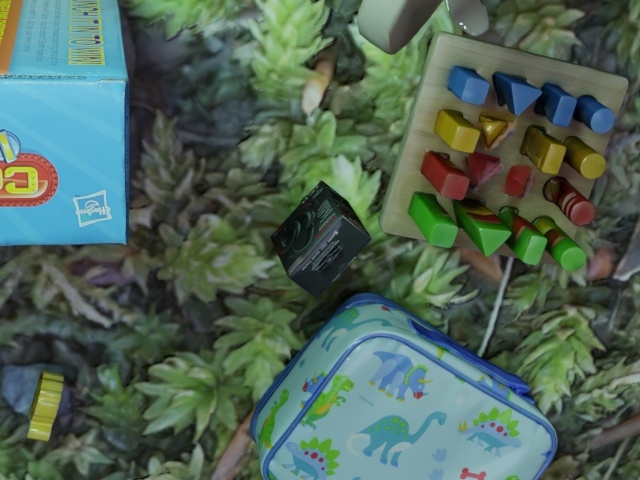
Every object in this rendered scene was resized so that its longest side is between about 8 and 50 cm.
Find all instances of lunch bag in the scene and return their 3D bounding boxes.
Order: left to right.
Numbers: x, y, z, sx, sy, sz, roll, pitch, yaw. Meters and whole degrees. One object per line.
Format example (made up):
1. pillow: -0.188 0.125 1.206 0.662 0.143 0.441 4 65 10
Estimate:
1. lunch bag: 0.070 0.155 0.947 0.219 0.090 0.176 30 104 -21

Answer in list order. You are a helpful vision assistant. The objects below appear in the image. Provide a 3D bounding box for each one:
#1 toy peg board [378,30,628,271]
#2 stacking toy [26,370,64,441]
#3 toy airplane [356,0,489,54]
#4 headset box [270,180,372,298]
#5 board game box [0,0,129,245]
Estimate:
1. toy peg board: 0.148 -0.056 0.883 0.161 0.079 0.160 10 110 -16
2. stacking toy: -0.305 0.184 0.902 0.167 0.052 0.221 13 109 -17
3. toy airplane: 0.178 -0.310 0.678 0.386 0.272 0.384 -21 134 -39
4. headset box: 0.000 0.000 0.871 0.032 0.083 0.062 38 101 -23
5. board game box: -0.264 -0.092 0.655 0.302 0.308 0.086 -1 113 -11
